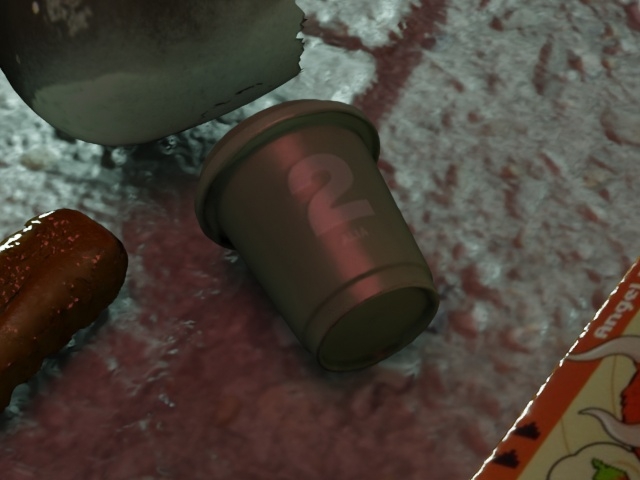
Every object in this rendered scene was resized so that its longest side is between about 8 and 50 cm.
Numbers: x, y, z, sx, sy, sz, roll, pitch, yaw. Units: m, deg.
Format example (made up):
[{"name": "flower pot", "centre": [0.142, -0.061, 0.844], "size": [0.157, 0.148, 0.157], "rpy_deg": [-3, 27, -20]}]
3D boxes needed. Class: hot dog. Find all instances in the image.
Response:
[{"name": "hot dog", "centre": [-0.215, 0.082, 0.664], "size": [0.083, 0.068, 0.289], "rpy_deg": [39, 51, 8]}]

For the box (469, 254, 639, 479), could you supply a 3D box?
[{"name": "box", "centre": [0.218, 0.127, 0.481], "size": [0.259, 0.214, 0.283], "rpy_deg": [24, 52, 28]}]

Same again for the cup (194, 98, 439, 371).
[{"name": "cup", "centre": [0.000, 0.000, 0.704], "size": [0.120, 0.120, 0.141], "rpy_deg": [-19, 60, -14]}]

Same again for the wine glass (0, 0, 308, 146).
[{"name": "wine glass", "centre": [-0.178, -0.167, 0.800], "size": [0.323, 0.238, 0.238], "rpy_deg": [-7, 45, -6]}]
